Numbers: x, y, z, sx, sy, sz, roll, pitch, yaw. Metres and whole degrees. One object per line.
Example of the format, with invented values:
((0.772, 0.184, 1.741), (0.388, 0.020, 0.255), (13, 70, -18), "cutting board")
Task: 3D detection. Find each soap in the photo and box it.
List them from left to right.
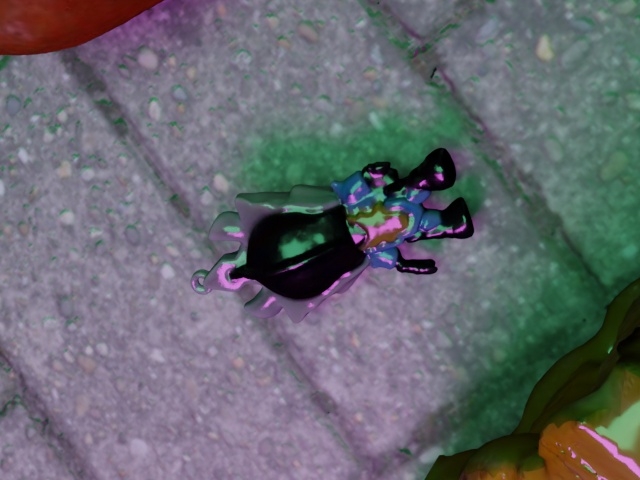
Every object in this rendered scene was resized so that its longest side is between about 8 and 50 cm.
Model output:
((0.120, 0.170, 0.589), (0.169, 0.338, 0.304), (40, 108, 12), "soap")

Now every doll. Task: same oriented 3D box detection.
((0.000, 0.000, 0.753), (0.195, 0.070, 0.096), (-19, 108, 18), "doll")

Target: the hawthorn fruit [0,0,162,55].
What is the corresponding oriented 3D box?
((-0.144, -0.227, 0.701), (0.260, 0.224, 0.224), (-6, 96, 6), "hawthorn fruit")
